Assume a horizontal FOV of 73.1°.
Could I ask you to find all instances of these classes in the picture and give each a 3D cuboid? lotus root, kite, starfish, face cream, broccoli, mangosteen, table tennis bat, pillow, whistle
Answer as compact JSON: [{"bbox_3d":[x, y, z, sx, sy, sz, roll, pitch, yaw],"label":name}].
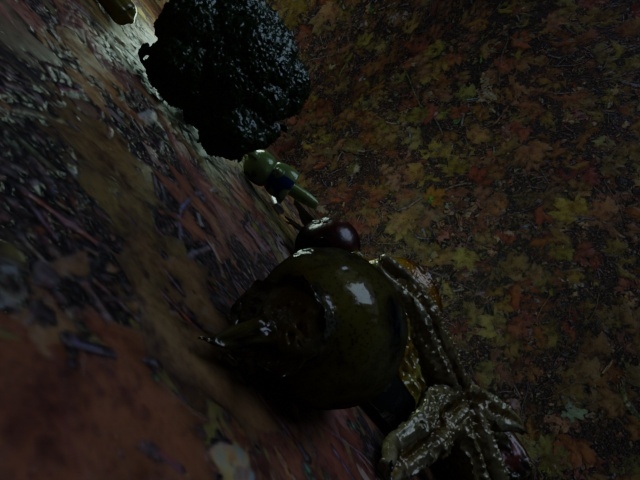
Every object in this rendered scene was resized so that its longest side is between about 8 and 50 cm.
[{"bbox_3d":[0.007,0.080,0.410,0.154,0.154,0.278,56,10,25],"label":"lotus root"},{"bbox_3d":[0.000,0.000,1.126,0.267,0.013,0.323,32,-21,31],"label":"kite"},{"bbox_3d":[0.181,0.262,0.643,0.432,0.082,0.324,51,42,-16],"label":"starfish"},{"bbox_3d":[-0.121,-0.103,1.187,0.040,0.021,0.083,52,4,-35],"label":"face cream"},{"bbox_3d":[-0.168,-0.308,0.833,0.304,0.321,0.283,63,-27,-5],"label":"broccoli"},{"bbox_3d":[0.026,0.036,0.961,0.145,0.155,0.182,-27,-100,60],"label":"mangosteen"},{"bbox_3d":[-0.461,-0.536,0.801,0.321,0.050,0.198,50,3,-3],"label":"table tennis bat"},{"bbox_3d":[0.102,0.241,0.660,0.048,0.090,0.150,-9,-57,47],"label":"pillow"},{"bbox_3d":[-0.104,-0.148,1.078,0.227,0.085,0.105,35,-19,-9],"label":"whistle"}]

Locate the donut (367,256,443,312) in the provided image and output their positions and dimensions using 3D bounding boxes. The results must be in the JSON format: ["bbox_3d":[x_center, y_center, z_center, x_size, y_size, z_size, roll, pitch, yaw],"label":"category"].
[{"bbox_3d":[0.175,0.153,1.072,0.254,0.253,0.118,54,48,-3],"label":"donut"}]

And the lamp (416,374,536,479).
[{"bbox_3d":[0.284,0.382,0.842,0.177,0.177,0.274,50,7,-43],"label":"lamp"}]

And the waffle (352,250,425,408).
[{"bbox_3d":[0.113,0.166,0.831,0.302,0.068,0.325,48,25,-30],"label":"waffle"}]

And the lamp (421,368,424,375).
[{"bbox_3d":[0.234,0.329,1.088,0.118,0.118,0.253,56,6,28],"label":"lamp"}]
